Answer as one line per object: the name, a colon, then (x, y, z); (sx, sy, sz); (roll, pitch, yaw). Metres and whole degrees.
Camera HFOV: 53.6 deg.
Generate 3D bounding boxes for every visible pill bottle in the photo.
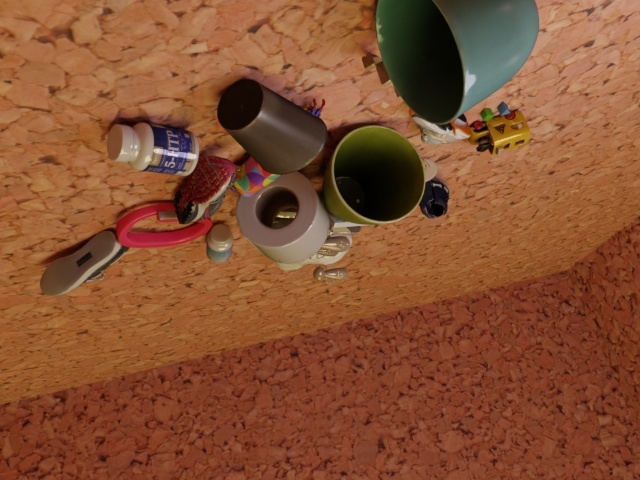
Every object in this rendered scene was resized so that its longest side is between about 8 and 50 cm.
pill bottle: (-0.389, -0.214, 1.472); (0.187, 0.111, 0.112); (3, 151, -42)
pill bottle: (-0.334, 0.009, 2.102); (0.087, 0.087, 0.160); (-11, 159, -16)

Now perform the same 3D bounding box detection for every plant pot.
plant pot: (0.289, -0.416, 1.275); (0.235, 0.293, 0.293); (-28, 162, -14)
plant pot: (0.114, -0.157, 1.844); (0.275, 0.274, 0.293); (-9, 174, -20)

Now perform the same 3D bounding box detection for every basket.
basket: (-0.126, -0.270, 1.493); (0.205, 0.154, 0.227); (-19, 156, 24)

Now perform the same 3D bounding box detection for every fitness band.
fitness band: (-0.468, -0.043, 1.907); (0.291, 0.054, 0.209); (-1, 156, -45)

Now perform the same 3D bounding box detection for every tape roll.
tape roll: (-0.107, -0.069, 1.863); (0.246, 0.246, 0.169); (-20, 159, 6)

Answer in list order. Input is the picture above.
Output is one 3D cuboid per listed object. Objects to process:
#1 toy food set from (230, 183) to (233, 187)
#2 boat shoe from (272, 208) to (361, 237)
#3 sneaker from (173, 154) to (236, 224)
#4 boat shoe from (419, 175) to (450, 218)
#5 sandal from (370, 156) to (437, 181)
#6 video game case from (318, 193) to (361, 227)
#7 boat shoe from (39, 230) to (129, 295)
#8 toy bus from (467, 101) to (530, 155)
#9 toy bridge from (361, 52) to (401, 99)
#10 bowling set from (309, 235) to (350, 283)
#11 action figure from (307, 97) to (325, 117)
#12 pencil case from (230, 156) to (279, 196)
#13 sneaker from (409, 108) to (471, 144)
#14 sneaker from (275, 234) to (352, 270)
toy food set: (-0.269, -0.162, 1.818); (0.083, 0.020, 0.082); (-2, 154, -33)
boat shoe: (-0.025, -0.048, 2.049); (0.325, 0.096, 0.116); (5, -164, -12)
sneaker: (-0.302, -0.143, 1.722); (0.112, 0.120, 0.299); (-11, 166, -36)
boat shoe: (0.389, -0.135, 2.193); (0.127, 0.158, 0.341); (-25, 157, 20)
sandal: (0.277, -0.232, 1.966); (0.240, 0.088, 0.079); (-3, 161, -21)
video game case: (0.088, -0.101, 2.048); (0.191, 0.173, 0.022); (-5, 127, -29)
boat shoe: (-0.718, 0.074, 1.945); (0.306, 0.113, 0.105); (-38, 161, 10)
toy bus: (0.536, -0.314, 1.936); (0.191, 0.104, 0.202); (1, 152, -39)
toy bridge: (0.150, -0.395, 1.497); (0.026, 0.063, 0.188); (-27, 155, 25)
bowling set: (0.000, 0.000, 2.225); (0.154, 0.286, 0.200); (1, -174, -26)
action figure: (-0.015, -0.323, 1.602); (0.038, 0.030, 0.115); (-5, 161, -15)
pencil case: (-0.143, -0.206, 1.700); (0.236, 0.104, 0.104); (-31, 155, 31)
sneaker: (0.315, -0.315, 1.786); (0.121, 0.099, 0.263); (-28, 156, 37)
sneaker: (-0.029, 0.034, 2.355); (0.305, 0.114, 0.152); (-18, 160, 3)
